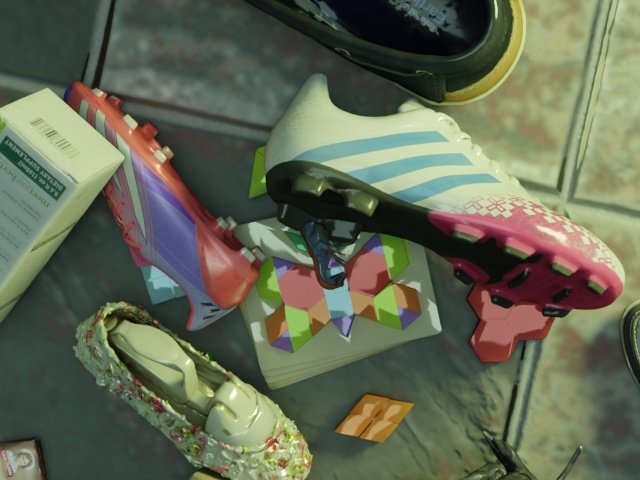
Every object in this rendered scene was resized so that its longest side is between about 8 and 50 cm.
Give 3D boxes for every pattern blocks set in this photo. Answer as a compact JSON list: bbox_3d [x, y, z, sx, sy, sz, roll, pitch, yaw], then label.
[{"bbox_3d":[0.015,0.042,1.406,0.325,0.026,0.285,-28,90,3],"label":"pattern blocks set"}]

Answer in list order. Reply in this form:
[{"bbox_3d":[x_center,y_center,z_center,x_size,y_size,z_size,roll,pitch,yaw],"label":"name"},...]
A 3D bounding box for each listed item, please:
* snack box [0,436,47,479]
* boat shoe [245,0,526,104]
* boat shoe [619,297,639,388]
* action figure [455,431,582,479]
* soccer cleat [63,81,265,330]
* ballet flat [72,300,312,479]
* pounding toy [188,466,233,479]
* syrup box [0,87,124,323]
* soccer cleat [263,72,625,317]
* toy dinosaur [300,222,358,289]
[{"bbox_3d":[-0.273,0.271,1.425,0.064,0.022,0.178,-9,92,4],"label":"snack box"},{"bbox_3d":[-0.042,-0.287,1.335,0.500,0.156,0.186,34,95,2],"label":"boat shoe"},{"bbox_3d":[0.331,0.143,1.378,0.075,0.065,0.206,-28,91,3],"label":"boat shoe"},{"bbox_3d":[0.119,0.276,1.359,0.276,0.141,0.164,-28,82,-23],"label":"action figure"},{"bbox_3d":[-0.154,-0.034,1.372,0.095,0.083,0.248,-44,81,7],"label":"soccer cleat"},{"bbox_3d":[-0.110,0.134,1.359,0.241,0.077,0.091,31,56,4],"label":"ballet flat"},{"bbox_3d":[-0.114,0.287,1.391,0.206,0.094,0.181,24,98,10],"label":"pounding toy"},{"bbox_3d":[-0.280,-0.008,1.341,0.093,0.096,0.237,42,115,2],"label":"syrup box"},{"bbox_3d":[0.116,-0.046,1.337,0.331,0.116,0.143,20,62,-11],"label":"soccer cleat"},{"bbox_3d":[0.000,0.000,1.382,0.090,0.047,0.082,16,103,35],"label":"toy dinosaur"}]
